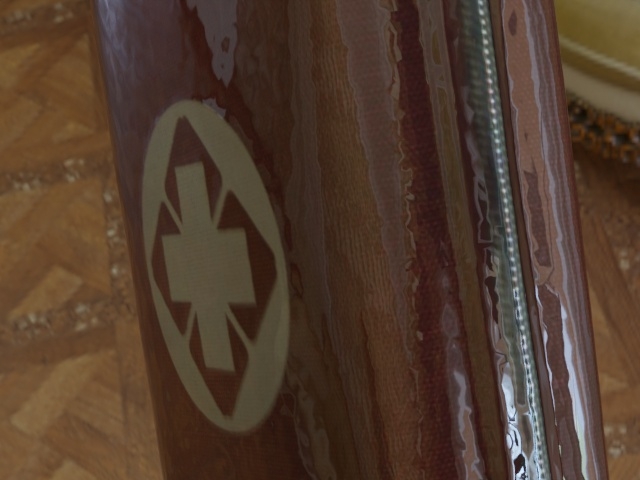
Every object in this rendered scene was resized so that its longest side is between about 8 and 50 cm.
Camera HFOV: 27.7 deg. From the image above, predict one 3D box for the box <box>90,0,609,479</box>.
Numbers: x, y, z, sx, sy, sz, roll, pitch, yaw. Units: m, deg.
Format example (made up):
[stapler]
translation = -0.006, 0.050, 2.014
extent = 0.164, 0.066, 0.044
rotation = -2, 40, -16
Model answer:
[box]
translation = 0.000, 0.000, 0.529
extent = 0.108, 0.403, 0.263
rotation = -9, 2, -28
